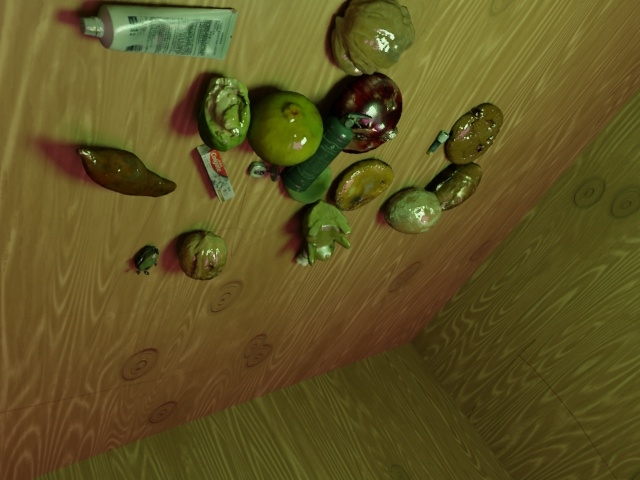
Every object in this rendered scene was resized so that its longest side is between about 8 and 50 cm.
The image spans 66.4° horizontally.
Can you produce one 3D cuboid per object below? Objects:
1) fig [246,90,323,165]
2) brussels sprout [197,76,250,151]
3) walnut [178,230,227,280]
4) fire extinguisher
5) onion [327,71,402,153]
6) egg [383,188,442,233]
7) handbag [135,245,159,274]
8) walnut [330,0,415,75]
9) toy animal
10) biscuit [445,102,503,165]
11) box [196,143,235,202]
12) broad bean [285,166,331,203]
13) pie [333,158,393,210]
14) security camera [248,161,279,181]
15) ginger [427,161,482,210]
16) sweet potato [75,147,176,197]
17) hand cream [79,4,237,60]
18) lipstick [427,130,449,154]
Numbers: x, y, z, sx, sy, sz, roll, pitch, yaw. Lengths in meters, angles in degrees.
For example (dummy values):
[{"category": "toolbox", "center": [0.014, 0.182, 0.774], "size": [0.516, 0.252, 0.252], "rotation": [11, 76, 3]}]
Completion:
[{"category": "fig", "center": [-0.100, -0.304, 1.342], "size": [0.207, 0.207, 0.230], "rotation": [-33, -171, -5]}, {"category": "brussels sprout", "center": [-0.243, -0.313, 1.230], "size": [0.132, 0.183, 0.145], "rotation": [3, 177, -10]}, {"category": "walnut", "center": [-0.383, 0.046, 1.599], "size": [0.156, 0.155, 0.184], "rotation": [-16, 150, -31]}, {"category": "fire extinguisher", "center": [0.013, -0.269, 1.430], "size": [0.115, 0.095, 0.311], "rotation": [28, 125, -24]}, {"category": "onion", "center": [0.151, -0.364, 1.501], "size": [0.272, 0.195, 0.271], "rotation": [-25, 146, -18]}, {"category": "egg", "center": [0.395, -0.121, 2.100], "size": [0.246, 0.203, 0.203], "rotation": [-11, 149, 3]}, {"category": "handbag", "center": [-0.545, 0.058, 1.543], "size": [0.072, 0.047, 0.111], "rotation": [7, 132, -51]}, {"category": "walnut", "center": [0.150, -0.545, 1.302], "size": [0.238, 0.141, 0.204], "rotation": [-36, 146, -5]}, {"category": "toy animal", "center": [0.008, 0.009, 1.906], "size": [0.181, 0.180, 0.362], "rotation": [-18, 146, -16]}, {"category": "biscuit", "center": [0.644, -0.432, 2.034], "size": [0.296, 0.075, 0.295], "rotation": [-26, 149, -17]}, {"category": "box", "center": [-0.303, -0.197, 1.433], "size": [0.055, 0.039, 0.218], "rotation": [-27, 150, -13]}, {"category": "broad bean", "center": [-0.038, -0.207, 1.646], "size": [0.170, 0.100, 0.228], "rotation": [-19, 157, -19]}, {"category": "pie", "center": [0.160, -0.205, 1.868], "size": [0.274, 0.069, 0.273], "rotation": [-24, 148, -16]}, {"category": "security camera", "center": [-0.179, -0.215, 1.532], "size": [0.092, 0.058, 0.058], "rotation": [1, 135, -35]}, {"category": "ginger", "center": [0.581, -0.231, 2.176], "size": [0.321, 0.172, 0.165], "rotation": [-36, 111, 6]}, {"category": "sweet potato", "center": [-0.489, -0.169, 1.215], "size": [0.112, 0.112, 0.359], "rotation": [-38, 168, 4]}, {"category": "hand cream", "center": [-0.331, -0.446, 1.037], "size": [0.341, 0.077, 0.124], "rotation": [-18, 146, -42]}, {"category": "lipstick", "center": [0.466, -0.385, 1.962], "size": [0.037, 0.037, 0.116], "rotation": [-4, 142, -43]}]
